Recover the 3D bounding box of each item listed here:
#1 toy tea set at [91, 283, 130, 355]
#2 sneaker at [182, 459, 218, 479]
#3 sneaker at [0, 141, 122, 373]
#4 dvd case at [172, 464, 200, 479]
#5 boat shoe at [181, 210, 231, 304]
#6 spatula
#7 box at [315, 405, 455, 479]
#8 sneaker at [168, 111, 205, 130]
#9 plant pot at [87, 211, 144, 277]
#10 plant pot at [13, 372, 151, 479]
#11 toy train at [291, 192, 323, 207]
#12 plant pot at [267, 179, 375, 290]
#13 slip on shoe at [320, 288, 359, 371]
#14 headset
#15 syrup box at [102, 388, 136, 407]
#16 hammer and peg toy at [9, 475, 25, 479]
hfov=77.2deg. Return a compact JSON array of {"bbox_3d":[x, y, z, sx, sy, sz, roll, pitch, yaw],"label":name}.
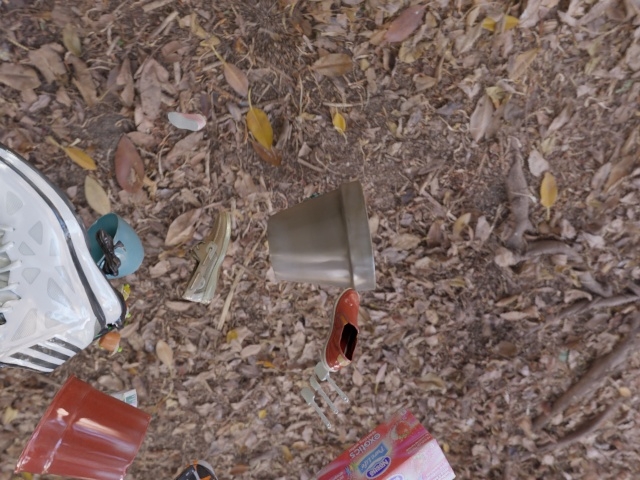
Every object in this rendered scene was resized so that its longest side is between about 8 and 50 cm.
[{"bbox_3d":[-0.888,0.363,1.758,0.200,0.336,0.124,-38,129,26],"label":"toy tea set"},{"bbox_3d":[-0.312,0.832,1.204,0.124,0.180,0.321,-39,104,-11],"label":"sneaker"},{"bbox_3d":[-0.551,0.063,0.705,0.169,0.257,0.448,0,125,21],"label":"sneaker"},{"bbox_3d":[-0.317,0.705,0.964,0.029,0.179,0.239,-28,86,18],"label":"dvd case"},{"bbox_3d":[-0.402,0.050,1.426,0.110,0.121,0.341,17,77,-23],"label":"boat shoe"},{"bbox_3d":[0.013,0.626,1.640,0.019,0.242,0.168,36,88,-35],"label":"spatula"},{"bbox_3d":[0.161,0.594,1.013,0.299,0.154,0.142,-32,107,-10],"label":"box"},{"bbox_3d":[-0.481,-0.438,1.460,0.134,0.070,0.051,20,126,11],"label":"sneaker"},{"bbox_3d":[-0.897,0.050,1.757,0.290,0.290,0.195,-36,138,13],"label":"plant pot"},{"bbox_3d":[-0.666,0.567,1.173,0.265,0.272,0.272,27,112,-16],"label":"plant pot"},{"bbox_3d":[-0.063,-0.097,1.777,0.190,0.334,0.142,-18,116,13],"label":"toy train"},{"bbox_3d":[0.000,0.000,1.177,0.280,0.323,0.323,-7,120,3],"label":"plant pot"},{"bbox_3d":[0.095,0.303,1.414,0.101,0.331,0.123,-24,120,36],"label":"slip on shoe"},{"bbox_3d":[-0.601,0.148,0.995,0.394,0.185,0.243,-39,157,28],"label":"headset"},{"bbox_3d":[-0.880,0.667,1.627,0.236,0.093,0.096,-8,81,8],"label":"syrup box"},{"bbox_3d":[-0.471,0.392,0.383,0.361,0.266,0.127,-27,84,16],"label":"hammer and peg toy"}]
